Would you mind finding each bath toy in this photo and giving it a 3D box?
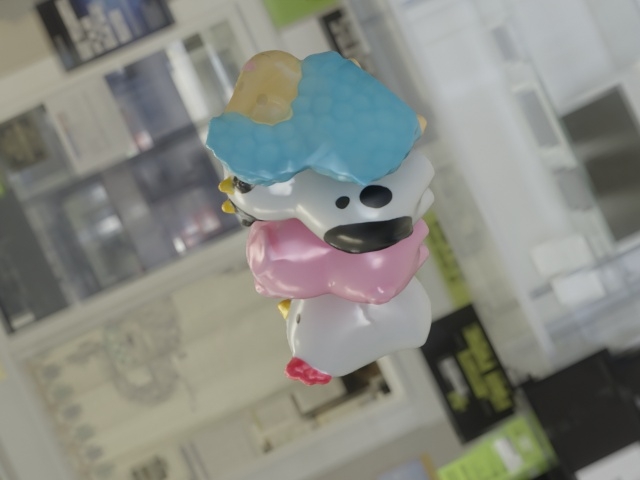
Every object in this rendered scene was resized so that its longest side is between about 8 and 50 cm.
[{"bbox_3d":[0.000,0.000,1.269,0.151,0.129,0.348,39,162,24],"label":"bath toy"}]
